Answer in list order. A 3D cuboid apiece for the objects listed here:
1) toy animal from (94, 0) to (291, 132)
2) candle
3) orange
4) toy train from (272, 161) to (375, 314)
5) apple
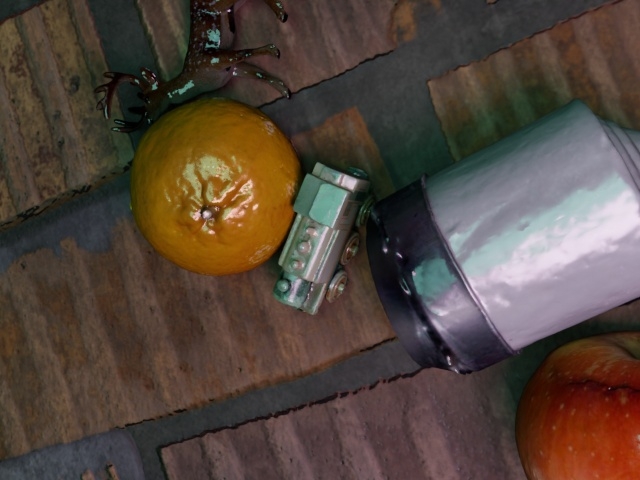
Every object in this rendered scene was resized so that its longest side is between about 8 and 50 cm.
[{"bbox_3d":[-0.158,-0.247,1.016,0.260,0.087,0.243,8,81,21],"label":"toy animal"},{"bbox_3d":[0.232,-0.011,0.801,0.343,0.221,0.221,-26,83,17],"label":"candle"},{"bbox_3d":[-0.128,-0.065,0.946,0.220,0.193,0.219,0,86,3],"label":"orange"},{"bbox_3d":[0.000,0.000,0.932,0.081,0.125,0.193,25,99,21],"label":"toy train"},{"bbox_3d":[0.332,0.202,0.756,0.272,0.251,0.206,1,93,7],"label":"apple"}]
